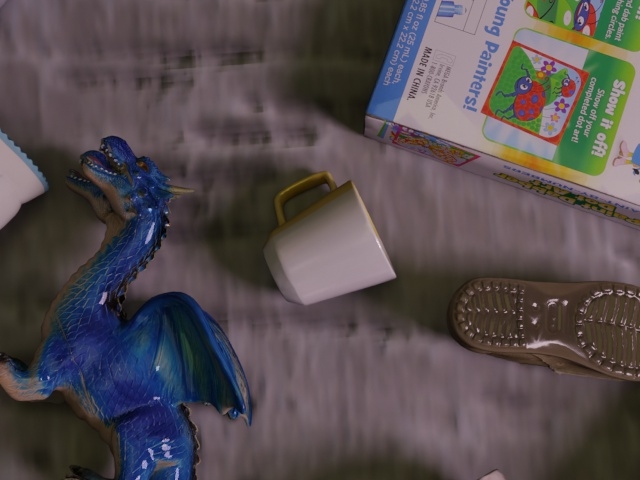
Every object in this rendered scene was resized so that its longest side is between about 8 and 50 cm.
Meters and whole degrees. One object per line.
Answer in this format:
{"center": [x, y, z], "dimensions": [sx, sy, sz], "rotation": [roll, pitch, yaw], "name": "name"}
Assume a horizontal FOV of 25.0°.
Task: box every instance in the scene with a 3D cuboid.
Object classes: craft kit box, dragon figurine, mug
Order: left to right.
{"center": [-0.086, 0.080, 0.797], "dimensions": [0.144, 0.085, 0.289], "rotation": [-33, 81, -6], "name": "dragon figurine"}
{"center": [0.002, 0.004, 0.835], "dimensions": [0.064, 0.078, 0.062], "rotation": [-26, 112, 4], "name": "mug"}
{"center": [0.180, -0.141, 0.859], "dimensions": [0.247, 0.061, 0.249], "rotation": [19, 79, 6], "name": "craft kit box"}

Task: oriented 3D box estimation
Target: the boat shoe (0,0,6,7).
{"center": [-0.265, -0.130, 0.840], "dimensions": [0.088, 0.096, 0.267], "rotation": [42, 90, 3], "name": "boat shoe"}

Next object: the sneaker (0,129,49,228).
{"center": [-0.234, -0.060, 0.759], "dimensions": [0.092, 0.228, 0.087], "rotation": [-45, 53, -7], "name": "sneaker"}

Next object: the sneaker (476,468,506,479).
{"center": [0.008, 0.251, 0.752], "dimensions": [0.302, 0.108, 0.121], "rotation": [-35, 76, -8], "name": "sneaker"}

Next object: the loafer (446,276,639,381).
{"center": [0.139, 0.048, 0.824], "dimensions": [0.148, 0.050, 0.056], "rotation": [13, 82, -13], "name": "loafer"}
